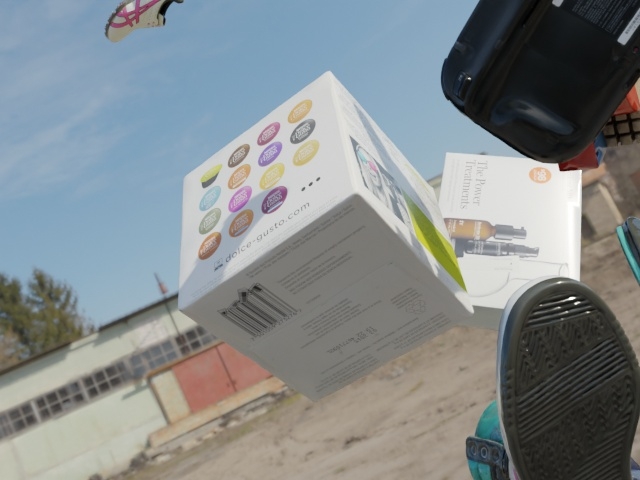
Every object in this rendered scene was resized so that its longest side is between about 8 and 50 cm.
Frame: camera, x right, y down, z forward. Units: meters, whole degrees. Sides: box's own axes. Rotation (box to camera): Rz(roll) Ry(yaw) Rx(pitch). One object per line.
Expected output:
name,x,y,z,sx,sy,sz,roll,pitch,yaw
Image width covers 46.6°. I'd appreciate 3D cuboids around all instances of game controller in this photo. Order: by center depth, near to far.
game controller,0.245,-0.230,0.675,0.319,0.167,0.067,-60,-12,24

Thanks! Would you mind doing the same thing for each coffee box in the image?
coffee box,0.000,0.000,1.248,0.338,0.334,0.338,-32,-51,21

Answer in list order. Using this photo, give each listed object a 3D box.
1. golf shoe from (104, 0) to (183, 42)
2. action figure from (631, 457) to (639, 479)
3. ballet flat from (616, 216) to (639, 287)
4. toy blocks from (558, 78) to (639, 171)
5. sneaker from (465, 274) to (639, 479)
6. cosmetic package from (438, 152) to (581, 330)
golf shoe,-0.355,-0.449,1.479,0.186,0.086,0.067,-37,9,24
action figure,0.504,0.376,1.316,0.099,0.185,0.285,-18,32,-17
ballet flat,0.311,0.075,0.585,0.096,0.095,0.280,-23,37,26
toy blocks,0.306,-0.238,0.865,0.191,0.381,0.261,-4,32,37
sneaker,0.186,0.149,0.614,0.124,0.295,0.178,-18,15,-6
cosmetic package,0.372,-0.001,1.498,0.285,0.377,0.097,7,-34,11
